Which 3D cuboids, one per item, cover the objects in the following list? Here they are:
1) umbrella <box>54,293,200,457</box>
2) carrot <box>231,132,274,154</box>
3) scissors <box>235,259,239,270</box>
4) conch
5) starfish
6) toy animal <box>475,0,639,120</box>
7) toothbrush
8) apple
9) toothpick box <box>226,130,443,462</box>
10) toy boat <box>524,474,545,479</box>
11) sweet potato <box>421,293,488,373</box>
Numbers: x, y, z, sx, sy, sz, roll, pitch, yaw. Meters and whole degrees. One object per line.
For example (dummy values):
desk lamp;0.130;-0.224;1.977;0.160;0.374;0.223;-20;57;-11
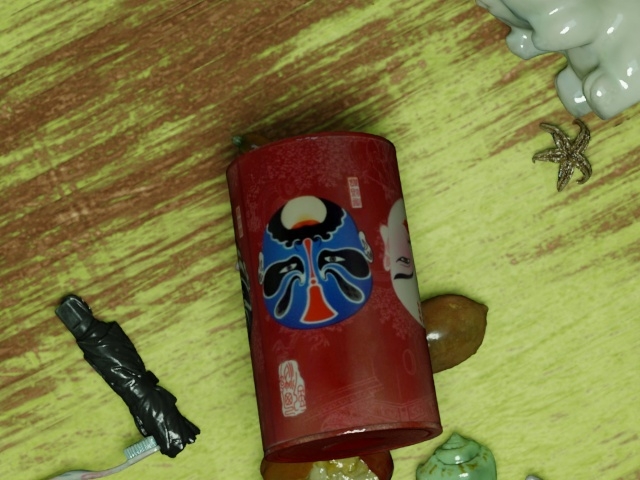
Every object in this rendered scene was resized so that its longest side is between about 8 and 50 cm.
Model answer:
umbrella;-0.237;0.161;1.765;0.059;0.066;0.236;-39;92;8
carrot;-0.042;-0.096;1.760;0.142;0.035;0.035;23;95;-8
scissors;0.000;0.000;1.774;0.212;0.021;0.110;-3;92;0
conch;0.169;0.320;1.778;0.105;0.079;0.170;-11;90;18
starfish;0.297;-0.108;1.764;0.078;0.028;0.091;-37;90;5
toy animal;0.292;-0.327;1.664;0.241;0.196;0.367;-44;96;-4
toothbrush;-0.312;0.295;1.771;0.269;0.021;0.027;-24;78;15
apple;0.004;0.298;1.745;0.158;0.147;0.156;10;127;8
toothpick box;0.013;0.067;1.632;0.204;0.204;0.333;-9;75;0
toy boat;0.345;0.464;1.792;0.293;0.111;0.276;21;96;10
sweet potato;0.065;0.131;1.753;0.291;0.097;0.097;-12;96;1
